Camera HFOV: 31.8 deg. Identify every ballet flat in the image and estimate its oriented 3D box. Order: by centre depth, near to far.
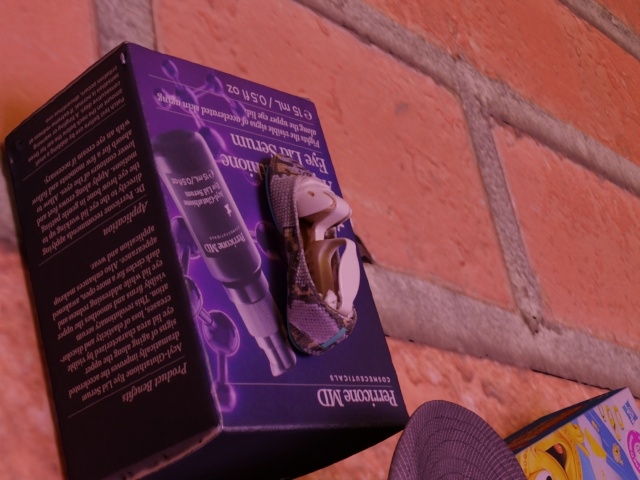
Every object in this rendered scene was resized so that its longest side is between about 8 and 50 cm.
[{"bbox_3d":[0.000,0.000,0.557,0.041,0.041,0.114,23,48,-43],"label":"ballet flat"}]

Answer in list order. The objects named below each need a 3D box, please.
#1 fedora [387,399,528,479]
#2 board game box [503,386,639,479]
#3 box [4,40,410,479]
[{"bbox_3d":[0.051,0.225,0.520,0.243,0.124,0.276,20,47,-63],"label":"fedora"},{"bbox_3d":[0.185,0.280,0.749,0.302,0.086,0.308,-10,74,-56],"label":"board game box"},{"bbox_3d":[-0.061,0.022,0.596,0.153,0.108,0.207,8,59,-52],"label":"box"}]
